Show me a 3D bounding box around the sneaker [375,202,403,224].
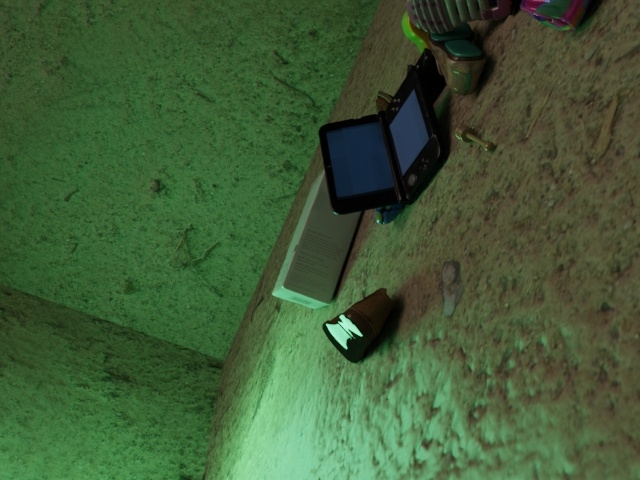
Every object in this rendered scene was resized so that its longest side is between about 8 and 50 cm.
[{"bbox_3d":[0.177,-0.119,1.589,0.078,0.067,0.188,83,-160,-64],"label":"sneaker"}]

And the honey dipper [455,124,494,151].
[{"bbox_3d":[0.289,-0.189,1.212,0.160,0.031,0.030,-112,44,-70],"label":"honey dipper"}]

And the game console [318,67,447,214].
[{"bbox_3d":[0.132,-0.230,1.502,0.250,0.174,0.293,123,147,-47],"label":"game console"}]

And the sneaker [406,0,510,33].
[{"bbox_3d":[0.304,-0.516,1.404,0.104,0.237,0.095,-59,-41,-38],"label":"sneaker"}]

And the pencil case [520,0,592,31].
[{"bbox_3d":[0.393,-0.431,0.965,0.104,0.105,0.236,-89,22,-63],"label":"pencil case"}]

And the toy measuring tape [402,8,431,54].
[{"bbox_3d":[0.266,-0.559,1.843,0.121,0.122,0.329,-144,75,-80],"label":"toy measuring tape"}]

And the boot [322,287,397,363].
[{"bbox_3d":[0.086,0.182,1.405,0.115,0.112,0.305,-40,-5,-21],"label":"boot"}]

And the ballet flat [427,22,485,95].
[{"bbox_3d":[0.293,-0.402,1.440,0.316,0.108,0.106,-81,-12,-57],"label":"ballet flat"}]

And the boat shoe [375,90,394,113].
[{"bbox_3d":[0.194,-0.329,1.752,0.307,0.111,0.104,-107,40,-74],"label":"boat shoe"}]

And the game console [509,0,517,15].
[{"bbox_3d":[0.418,-0.521,1.253,0.124,0.085,0.143,11,79,48],"label":"game console"}]

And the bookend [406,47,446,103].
[{"bbox_3d":[0.281,-0.442,1.636,0.157,0.072,0.156,123,165,-46],"label":"bookend"}]

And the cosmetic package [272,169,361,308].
[{"bbox_3d":[0.000,0.000,1.970,0.217,0.156,0.384,140,149,-73],"label":"cosmetic package"}]
